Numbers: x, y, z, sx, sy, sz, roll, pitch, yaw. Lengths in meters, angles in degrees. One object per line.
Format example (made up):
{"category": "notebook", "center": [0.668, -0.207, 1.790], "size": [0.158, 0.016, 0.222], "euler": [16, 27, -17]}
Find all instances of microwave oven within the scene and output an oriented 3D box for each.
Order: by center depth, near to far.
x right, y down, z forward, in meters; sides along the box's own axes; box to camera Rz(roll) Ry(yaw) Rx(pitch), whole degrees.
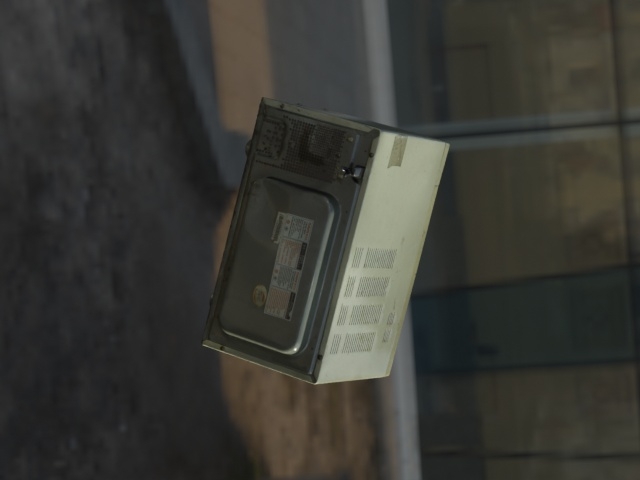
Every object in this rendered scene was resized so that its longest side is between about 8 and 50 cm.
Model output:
{"category": "microwave oven", "center": [0.000, 0.000, 1.679], "size": [0.194, 0.145, 0.240], "euler": [4, 102, -59]}
